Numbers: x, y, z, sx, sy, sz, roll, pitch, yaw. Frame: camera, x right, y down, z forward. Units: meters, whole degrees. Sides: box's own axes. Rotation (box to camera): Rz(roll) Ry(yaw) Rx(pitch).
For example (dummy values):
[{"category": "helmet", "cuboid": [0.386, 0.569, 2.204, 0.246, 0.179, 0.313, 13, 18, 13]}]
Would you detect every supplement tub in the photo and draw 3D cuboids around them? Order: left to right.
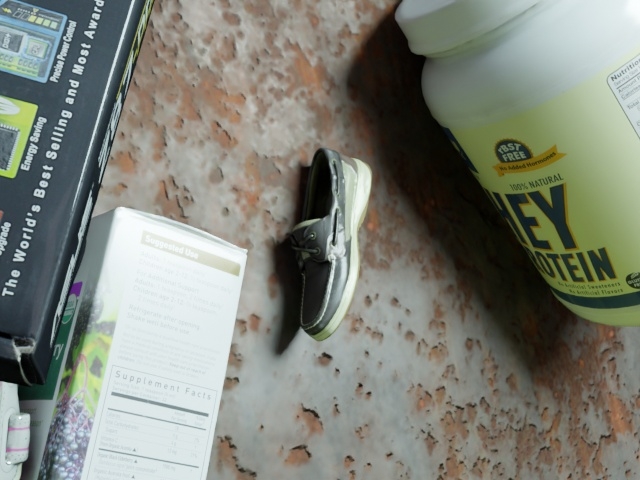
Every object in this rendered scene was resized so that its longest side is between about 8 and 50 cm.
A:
[{"category": "supplement tub", "cuboid": [0.234, -0.114, 0.750, 0.325, 0.235, 0.235, 52, 55, -19]}]

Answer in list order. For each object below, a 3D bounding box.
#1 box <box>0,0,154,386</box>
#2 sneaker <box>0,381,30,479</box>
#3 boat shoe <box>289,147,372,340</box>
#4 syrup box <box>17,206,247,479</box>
[{"category": "box", "cuboid": [-0.232, -0.160, 0.408, 0.318, 0.097, 0.395, 15, 70, -8]}, {"category": "sneaker", "cuboid": [-0.204, 0.085, 0.461, 0.111, 0.103, 0.252, 38, 67, -32]}, {"category": "boat shoe", "cuboid": [0.000, 0.000, 0.664, 0.049, 0.056, 0.152, 26, 57, -27]}, {"category": "syrup box", "cuboid": [-0.123, 0.108, 0.516, 0.096, 0.093, 0.237, 20, 70, -34]}]
